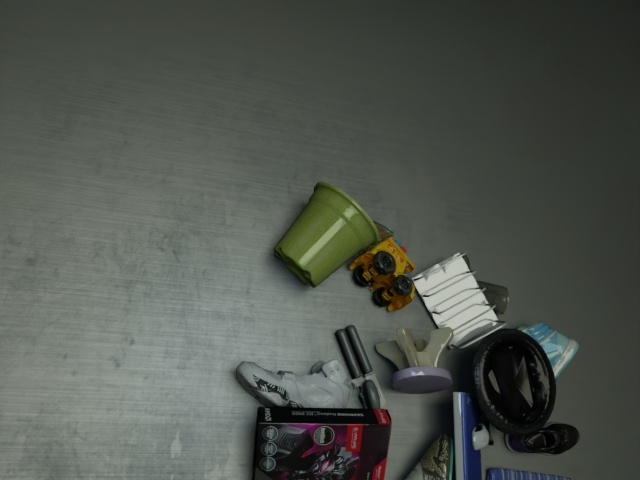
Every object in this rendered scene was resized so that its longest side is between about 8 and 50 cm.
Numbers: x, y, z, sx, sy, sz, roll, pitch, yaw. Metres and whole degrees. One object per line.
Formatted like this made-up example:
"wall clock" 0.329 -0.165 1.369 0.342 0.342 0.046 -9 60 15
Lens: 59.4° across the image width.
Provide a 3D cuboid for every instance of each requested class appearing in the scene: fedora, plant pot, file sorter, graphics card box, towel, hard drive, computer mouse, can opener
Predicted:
"fedora" 0.601 0.461 1.836 0.334 0.152 0.333 5 72 -16
"plant pot" 0.000 0.000 1.772 0.276 0.276 0.254 45 76 -1
"file sorter" 0.460 0.200 1.864 0.193 0.173 0.277 -29 85 0
"graphics card box" 0.001 0.584 1.556 0.371 0.094 0.232 5 104 -8
"towel" 0.686 0.886 1.834 0.336 0.040 0.243 14 67 -17
"hard drive" 0.461 0.646 1.753 0.210 0.040 0.318 35 53 -57
"computer mouse" 0.519 0.619 1.781 0.193 0.042 0.105 5 80 -64
"can opener" 0.133 0.401 1.766 0.074 0.093 0.280 -17 74 -23

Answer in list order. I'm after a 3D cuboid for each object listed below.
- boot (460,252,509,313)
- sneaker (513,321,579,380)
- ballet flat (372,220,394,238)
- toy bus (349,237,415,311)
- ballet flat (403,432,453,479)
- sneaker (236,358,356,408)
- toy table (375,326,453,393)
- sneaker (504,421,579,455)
"boot" 0.578 0.155 2.010 0.209 0.076 0.189 11 83 -9
"sneaker" 0.724 0.423 1.961 0.208 0.127 0.319 39 75 15
"ballet flat" 0.164 -0.037 1.878 0.067 0.206 0.073 -50 125 -6
"toy bus" 0.241 0.095 1.886 0.220 0.149 0.211 49 48 -2
"ballet flat" 0.312 0.824 1.663 0.182 0.164 0.482 1 73 2
"sneaker" -0.063 0.418 1.665 0.366 0.137 0.210 37 64 -10
"toy table" 0.305 0.377 1.764 0.252 0.274 0.160 -12 63 11
"sneaker" 0.774 0.672 1.880 0.284 0.124 0.107 1 73 -20
